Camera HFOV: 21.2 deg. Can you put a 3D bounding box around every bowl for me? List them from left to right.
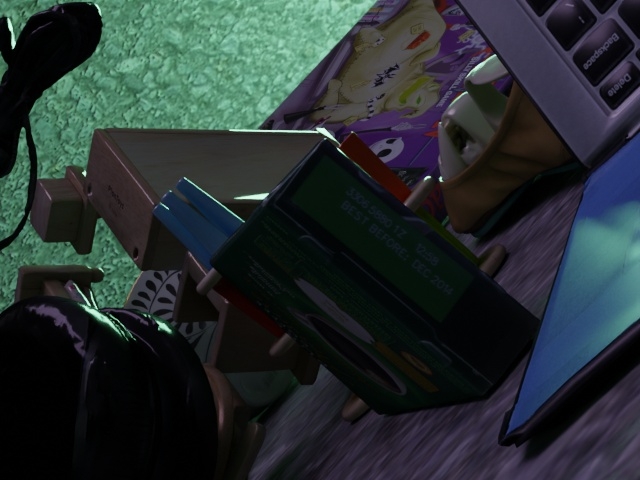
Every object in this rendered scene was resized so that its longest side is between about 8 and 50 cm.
[{"bbox_3d":[-0.067,0.078,1.279,0.080,0.170,0.170,18,56,39],"label":"bowl"}]

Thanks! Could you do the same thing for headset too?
[{"bbox_3d":[-0.150,0.048,0.791,0.185,0.243,0.394,-47,31,26],"label":"headset"}]

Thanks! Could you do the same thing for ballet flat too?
[{"bbox_3d":[0.103,-0.062,0.913,0.080,0.073,0.232,-48,2,-19],"label":"ballet flat"}]

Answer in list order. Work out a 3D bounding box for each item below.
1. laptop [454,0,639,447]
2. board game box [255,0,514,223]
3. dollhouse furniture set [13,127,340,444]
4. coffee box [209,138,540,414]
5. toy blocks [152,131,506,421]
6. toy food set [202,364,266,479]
[{"bbox_3d":[0.146,-0.201,0.611,0.382,0.408,0.236,-47,-31,25],"label":"laptop"},{"bbox_3d":[0.080,-0.124,1.369,0.208,0.056,0.347,8,44,37],"label":"board game box"},{"bbox_3d":[-0.074,0.116,1.121,0.303,0.173,0.356,47,131,50],"label":"dollhouse furniture set"},{"bbox_3d":[0.015,0.021,0.716,0.040,0.113,0.184,-50,1,-13],"label":"coffee box"},{"bbox_3d":[0.000,0.000,0.865,0.123,0.148,0.054,-48,3,10],"label":"toy blocks"},{"bbox_3d":[-0.079,0.130,0.904,0.132,0.038,0.192,-63,28,-1],"label":"toy food set"}]
